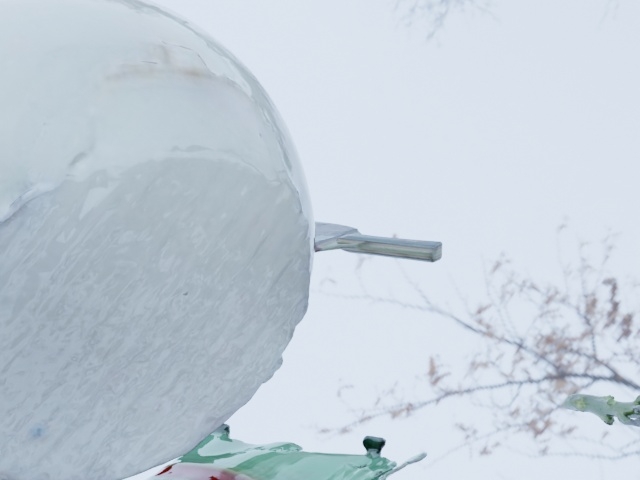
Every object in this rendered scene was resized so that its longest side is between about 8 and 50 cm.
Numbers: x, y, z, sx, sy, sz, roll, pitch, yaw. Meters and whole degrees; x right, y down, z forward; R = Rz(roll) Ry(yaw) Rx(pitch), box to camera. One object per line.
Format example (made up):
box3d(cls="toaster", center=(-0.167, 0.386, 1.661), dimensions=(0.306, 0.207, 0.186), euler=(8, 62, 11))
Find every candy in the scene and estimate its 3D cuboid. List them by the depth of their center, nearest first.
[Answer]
box3d(cls="candy", center=(-0.095, 0.275, 0.803), dimensions=(0.263, 0.398, 0.172), euler=(-36, -89, -38))

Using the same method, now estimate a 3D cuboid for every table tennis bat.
box3d(cls="table tennis bat", center=(0.000, 0.000, 1.142), dimensions=(0.301, 0.022, 0.173), euler=(6, -168, 25))

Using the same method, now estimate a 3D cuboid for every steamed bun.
box3d(cls="steamed bun", center=(-0.170, -0.022, 0.583), dimensions=(0.309, 0.309, 0.309), euler=(16, -144, -12))

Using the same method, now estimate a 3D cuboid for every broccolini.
box3d(cls="broccolini", center=(0.362, 0.195, 1.111), dimensions=(0.067, 0.058, 0.216), euler=(35, 170, -10))
